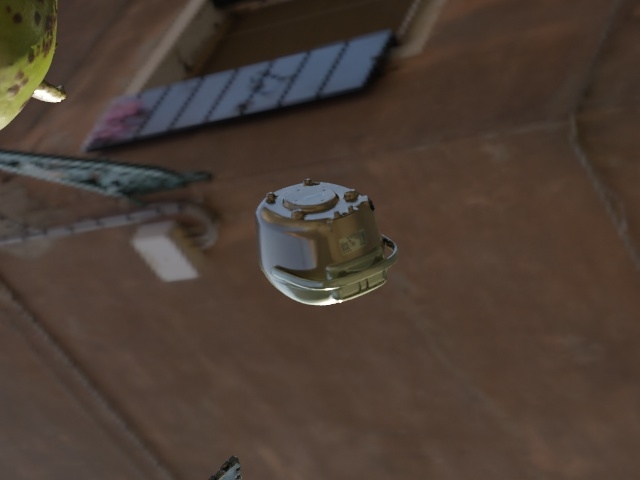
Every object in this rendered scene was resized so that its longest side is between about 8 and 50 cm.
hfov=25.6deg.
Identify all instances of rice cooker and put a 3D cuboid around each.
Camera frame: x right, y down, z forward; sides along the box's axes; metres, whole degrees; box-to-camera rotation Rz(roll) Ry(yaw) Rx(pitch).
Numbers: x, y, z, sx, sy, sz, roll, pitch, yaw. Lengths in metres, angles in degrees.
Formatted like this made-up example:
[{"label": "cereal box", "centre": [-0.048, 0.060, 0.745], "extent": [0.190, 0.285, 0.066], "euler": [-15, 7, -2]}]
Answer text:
[{"label": "rice cooker", "centre": [0.000, 0.000, 1.724], "extent": [0.145, 0.206, 0.127], "euler": [-22, -70, -24]}]

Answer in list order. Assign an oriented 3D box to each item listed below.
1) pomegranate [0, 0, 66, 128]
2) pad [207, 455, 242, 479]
[{"label": "pomegranate", "centre": [-0.259, -0.154, 0.921], "extent": [0.246, 0.198, 0.198], "euler": [-53, -51, -70]}, {"label": "pad", "centre": [-0.159, 0.347, 1.342], "extent": [0.269, 0.012, 0.269], "euler": [-46, -20, -24]}]
